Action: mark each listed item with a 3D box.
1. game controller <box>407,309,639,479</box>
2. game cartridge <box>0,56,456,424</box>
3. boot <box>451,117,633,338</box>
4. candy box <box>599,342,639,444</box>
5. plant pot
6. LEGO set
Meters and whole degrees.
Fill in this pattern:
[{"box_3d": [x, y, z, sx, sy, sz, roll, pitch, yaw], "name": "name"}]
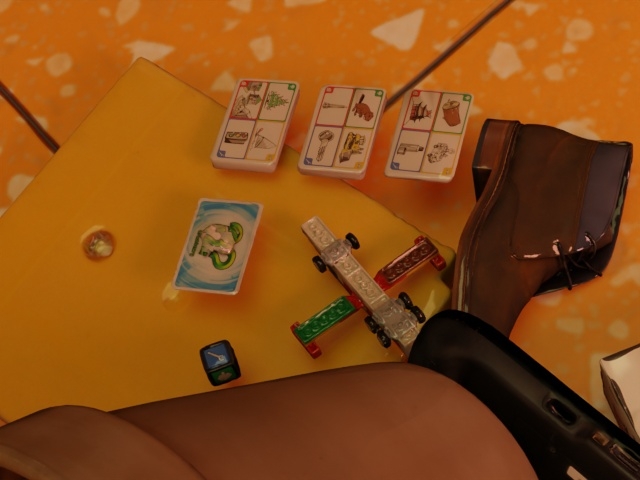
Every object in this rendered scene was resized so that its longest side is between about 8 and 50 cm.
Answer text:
[{"box_3d": [0.166, 0.177, 0.904, 0.319, 0.166, 0.067, 39, 45, 25], "name": "game controller"}, {"box_3d": [-0.097, 0.051, 1.093, 0.324, 0.052, 0.285, 34, 77, 22], "name": "game cartridge"}, {"box_3d": [0.150, 0.011, 1.028, 0.106, 0.082, 0.219, 4, 62, 15], "name": "boot"}, {"box_3d": [0.298, 0.118, 0.950, 0.196, 0.070, 0.165, -22, 63, 2], "name": "candy box"}, {"box_3d": [-0.025, 0.209, 0.854, 0.280, 0.323, 0.323, -24, 56, -38], "name": "plant pot"}, {"box_3d": [0.000, 0.000, 1.052, 0.182, 0.060, 0.244, 5, 58, 17], "name": "LEGO set"}]
